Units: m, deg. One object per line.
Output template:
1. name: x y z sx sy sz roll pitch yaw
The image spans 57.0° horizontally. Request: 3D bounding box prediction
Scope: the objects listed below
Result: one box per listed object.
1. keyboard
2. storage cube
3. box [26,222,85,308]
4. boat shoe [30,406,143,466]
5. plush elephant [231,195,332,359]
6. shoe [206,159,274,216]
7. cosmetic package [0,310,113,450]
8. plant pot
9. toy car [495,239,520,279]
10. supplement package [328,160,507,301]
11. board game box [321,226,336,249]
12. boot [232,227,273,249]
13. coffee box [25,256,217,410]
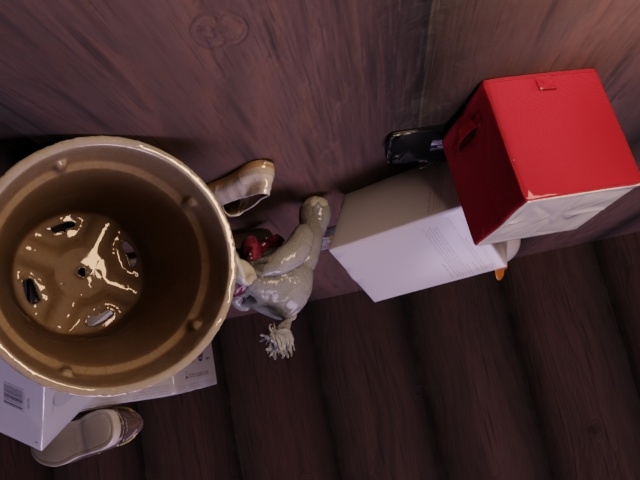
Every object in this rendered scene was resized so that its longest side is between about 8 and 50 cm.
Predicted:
1. keyboard: 0.198 -0.170 1.016 0.192 0.038 0.100 -8 145 -11
2. storage cube: 0.326 -0.122 0.898 0.215 0.193 0.183 -8 161 -12
3. box: -0.487 0.056 1.079 0.093 0.158 0.156 -2 166 -29
4. boat shoe: -0.560 0.460 1.398 0.325 0.116 0.097 -22 162 28
5. plush elephant: -0.156 0.050 1.152 0.256 0.329 0.272 29 133 -26
6. shoe: -0.156 -0.074 1.027 0.077 0.058 0.219 0 164 -42
7. cosmetic package: -0.537 0.245 1.186 0.138 0.223 0.224 21 -153 10
8. plant pot: -0.339 0.042 0.884 0.334 0.333 0.306 -5 178 -30
9. toy car: 0.364 -0.031 1.292 0.219 0.237 0.210 -20 166 33
10. supplement package: 0.194 -0.025 1.165 0.293 0.175 0.177 -19 127 32
11. board game box: 0.000 0.000 1.603 0.104 0.026 0.154 -12 168 4
12. boot: -0.214 0.021 1.366 0.219 0.082 0.106 -18 169 37
13. coffee box: -0.493 0.240 1.510 0.339 0.334 0.337 -10 169 4
